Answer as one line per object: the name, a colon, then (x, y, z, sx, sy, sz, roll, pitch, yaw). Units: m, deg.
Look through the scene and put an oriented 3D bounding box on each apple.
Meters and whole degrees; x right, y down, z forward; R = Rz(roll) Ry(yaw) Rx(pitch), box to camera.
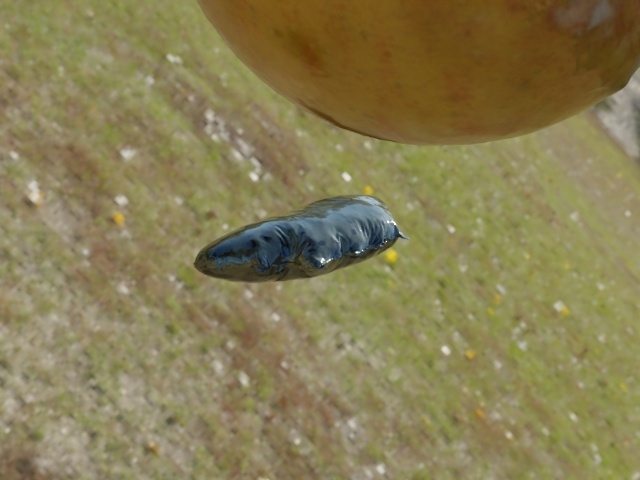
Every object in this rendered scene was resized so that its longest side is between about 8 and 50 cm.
apple: (0.058, -0.211, 0.665, 0.299, 0.299, 0.275, 62, -3, 44)

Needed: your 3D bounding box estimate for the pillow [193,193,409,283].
pillow: (0.001, 0.000, 1.012, 0.093, 0.051, 0.241, 19, 23, 33)
